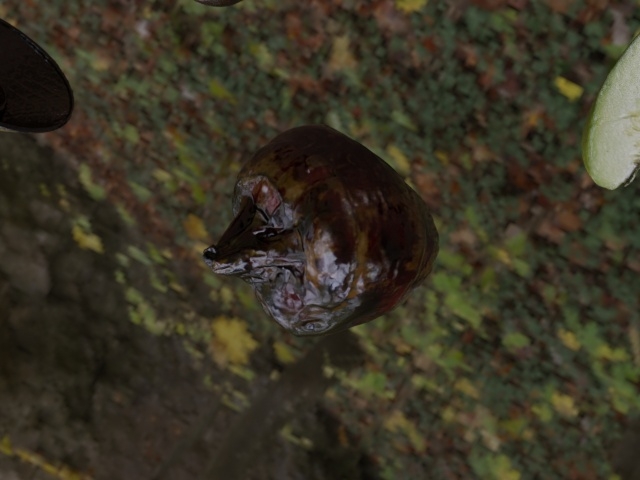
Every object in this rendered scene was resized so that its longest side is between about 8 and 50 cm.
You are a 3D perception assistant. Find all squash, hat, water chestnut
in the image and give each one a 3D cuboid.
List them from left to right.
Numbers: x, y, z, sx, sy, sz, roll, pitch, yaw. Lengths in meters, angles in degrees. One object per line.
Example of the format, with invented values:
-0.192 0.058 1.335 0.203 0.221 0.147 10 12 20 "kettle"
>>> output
-0.323 -0.135 1.172 0.193 0.082 0.193 29 -152 -17 "hat"
0.000 0.000 1.639 0.289 0.244 0.289 36 168 9 "water chestnut"
0.385 -0.186 1.520 0.093 0.169 0.252 32 159 8 "squash"

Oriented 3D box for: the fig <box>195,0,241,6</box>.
-0.123 -0.360 1.614 0.154 0.109 0.103 98 153 -55 "fig"
